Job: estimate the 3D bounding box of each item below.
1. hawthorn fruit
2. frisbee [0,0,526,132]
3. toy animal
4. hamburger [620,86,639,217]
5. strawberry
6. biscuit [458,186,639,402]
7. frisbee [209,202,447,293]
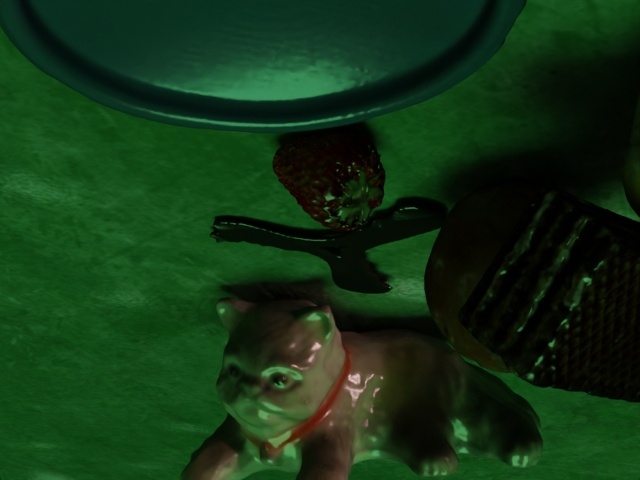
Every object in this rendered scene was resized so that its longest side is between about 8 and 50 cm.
[{"bbox_3d":[0.150,0.043,0.955,0.149,0.189,0.149,-1,128,-1],"label":"hawthorn fruit"},{"bbox_3d":[-0.033,-0.142,0.701,0.289,0.049,0.289,-1,157,-1],"label":"frisbee"},{"bbox_3d":[0.050,0.135,1.252,0.308,0.188,0.266,1,-169,30],"label":"toy animal"},{"bbox_3d":[0.331,-0.045,0.783,0.295,0.151,0.227,2,161,-2],"label":"hamburger"},{"bbox_3d":[0.005,-0.049,0.926,0.083,0.073,0.073,32,176,34],"label":"strawberry"},{"bbox_3d":[0.199,0.044,0.853,0.252,0.106,0.070,15,-159,-50],"label":"biscuit"},{"bbox_3d":[0.000,0.000,1.102,0.187,0.012,0.211,10,157,-15],"label":"frisbee"}]
